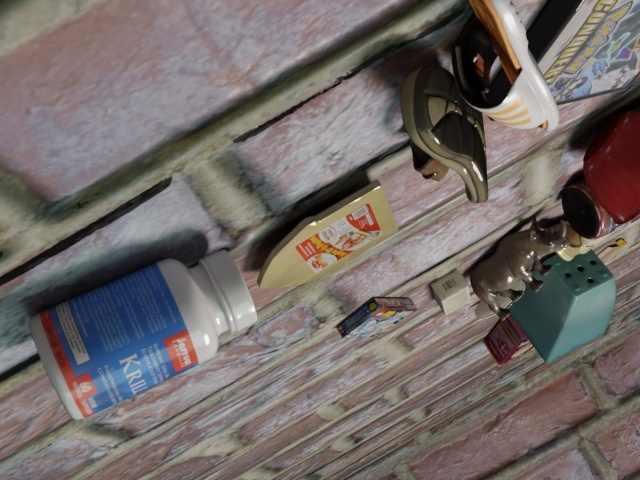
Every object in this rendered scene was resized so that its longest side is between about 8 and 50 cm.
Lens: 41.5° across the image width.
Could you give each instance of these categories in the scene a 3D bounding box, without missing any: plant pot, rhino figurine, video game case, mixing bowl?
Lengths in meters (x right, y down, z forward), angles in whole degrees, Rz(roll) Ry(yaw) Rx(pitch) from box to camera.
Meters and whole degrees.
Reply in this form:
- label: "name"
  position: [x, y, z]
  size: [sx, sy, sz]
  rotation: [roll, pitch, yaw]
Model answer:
- label: "plant pot"
  position: [0.539, 0.120, 1.850]
  size: [0.166, 0.165, 0.234]
  rotation: [-24, 149, -15]
- label: "rhino figurine"
  position: [0.360, 0.040, 1.524]
  size: [0.243, 0.106, 0.073]
  rotation: [-54, 179, 43]
- label: "video game case"
  position: [0.338, -0.253, 0.948]
  size: [0.248, 0.035, 0.275]
  rotation: [-17, 154, -31]
- label: "mixing bowl"
  position: [0.454, -0.124, 1.245]
  size: [0.181, 0.098, 0.181]
  rotation: [-55, 180, -1]

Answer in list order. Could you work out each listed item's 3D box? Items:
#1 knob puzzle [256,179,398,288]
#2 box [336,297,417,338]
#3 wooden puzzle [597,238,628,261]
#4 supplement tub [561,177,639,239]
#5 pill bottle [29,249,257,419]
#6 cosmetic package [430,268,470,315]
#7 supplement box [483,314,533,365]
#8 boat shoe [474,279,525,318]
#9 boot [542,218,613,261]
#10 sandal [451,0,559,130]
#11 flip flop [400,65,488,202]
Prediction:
- label: "knob puzzle"
  position: [0.000, 0.000, 1.076]
  size: [0.213, 0.030, 0.213]
  rotation: [-26, 158, -11]
- label: "box"
  position: [0.102, 0.138, 1.502]
  size: [0.094, 0.027, 0.137]
  rotation: [-39, 157, 24]
- label: "wooden puzzle"
  position: [0.689, 0.031, 2.027]
  size: [0.079, 0.014, 0.116]
  rotation: [3, 141, -47]
- label: "supplement tub"
  position: [0.522, -0.083, 1.451]
  size: [0.198, 0.106, 0.106]
  rotation: [-24, 157, -17]
- label: "pill bottle"
  position: [-0.187, 0.094, 0.918]
  size: [0.222, 0.124, 0.124]
  rotation: [-25, 157, -14]
- label: "cosmetic package"
  position: [0.244, 0.097, 1.574]
  size: [0.060, 0.041, 0.115]
  rotation: [-30, 158, -1]
- label: "supplement box"
  position: [0.497, 0.233, 2.129]
  size: [0.104, 0.080, 0.188]
  rotation: [-22, 156, -19]
- label: "boat shoe"
  position: [0.389, 0.130, 1.825]
  size: [0.125, 0.046, 0.038]
  rotation: [-40, 153, 2]
- label: "boot"
  position: [0.512, -0.039, 1.571]
  size: [0.165, 0.077, 0.213]
  rotation: [-43, 160, 29]
- label: "sandal"
  position: [0.161, -0.176, 0.822]
  size: [0.076, 0.102, 0.265]
  rotation: [-34, 149, 12]
- label: "flip flop"
  position: [0.129, -0.110, 0.923]
  size: [0.080, 0.112, 0.277]
  rotation: [-7, 169, 24]
